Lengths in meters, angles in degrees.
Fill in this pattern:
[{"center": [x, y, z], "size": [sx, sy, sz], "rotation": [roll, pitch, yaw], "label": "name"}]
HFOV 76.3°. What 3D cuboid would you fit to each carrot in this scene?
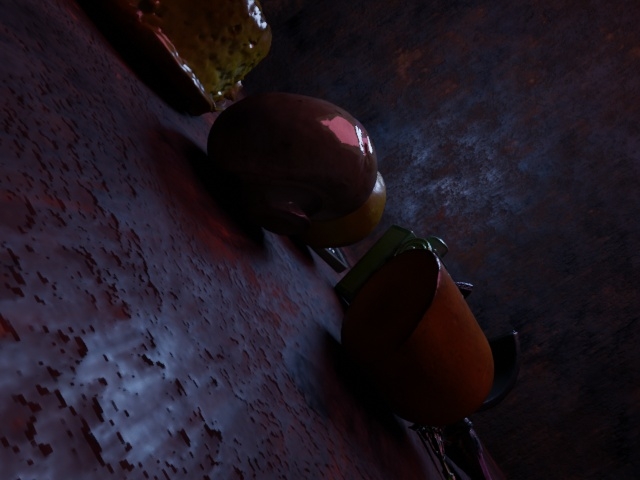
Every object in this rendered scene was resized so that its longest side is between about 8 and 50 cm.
[{"center": [0.155, 0.179, 0.637], "size": [0.331, 0.214, 0.193], "rotation": [48, 37, -31], "label": "carrot"}]

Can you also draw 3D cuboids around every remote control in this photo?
[{"center": [0.000, 0.000, 1.138], "size": [0.123, 0.038, 0.285], "rotation": [60, 7, 30], "label": "remote control"}]

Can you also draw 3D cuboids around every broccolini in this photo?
[{"center": [0.226, 0.414, 0.709], "size": [0.218, 0.044, 0.042], "rotation": [-108, 179, -54], "label": "broccolini"}]

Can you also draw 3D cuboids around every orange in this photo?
[{"center": [0.012, -0.111, 0.913], "size": [0.279, 0.235, 0.279], "rotation": [42, 22, -22], "label": "orange"}]

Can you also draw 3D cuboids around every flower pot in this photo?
[{"center": [0.389, 0.344, 1.295], "size": [0.379, 0.379, 0.251], "rotation": [57, -16, 11], "label": "flower pot"}]

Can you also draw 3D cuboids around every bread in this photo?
[{"center": [-0.224, -0.386, 0.631], "size": [0.358, 0.204, 0.337], "rotation": [56, 10, -12], "label": "bread"}]

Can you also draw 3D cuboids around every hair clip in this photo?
[{"center": [0.350, 0.535, 0.871], "size": [0.095, 0.110, 0.359], "rotation": [-35, 96, -45], "label": "hair clip"}]

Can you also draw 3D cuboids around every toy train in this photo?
[{"center": [0.170, 0.094, 0.938], "size": [0.159, 0.272, 0.188], "rotation": [49, -9, -30], "label": "toy train"}]

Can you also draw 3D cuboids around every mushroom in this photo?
[{"center": [-0.037, -0.103, 0.586], "size": [0.255, 0.254, 0.184], "rotation": [48, 43, -55], "label": "mushroom"}]
